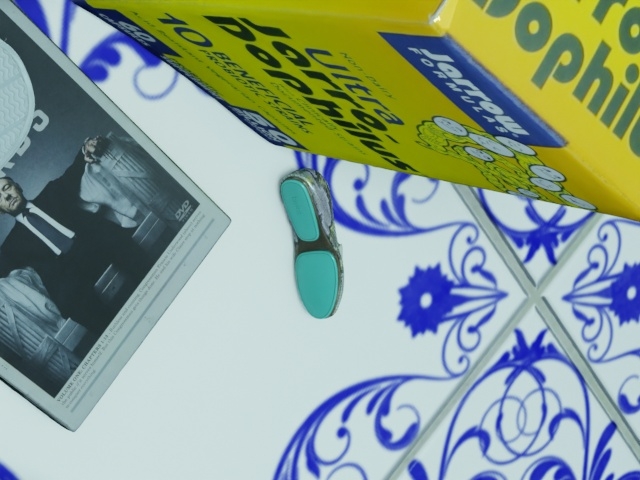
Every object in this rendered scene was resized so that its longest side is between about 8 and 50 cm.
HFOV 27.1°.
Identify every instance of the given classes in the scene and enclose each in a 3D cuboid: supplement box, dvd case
[{"bbox_3d":[0.050,-0.160,0.758,0.194,0.356,0.195,34,79,-36],"label":"supplement box"},{"bbox_3d":[-0.184,-0.017,0.824,0.239,0.029,0.179,46,72,-35],"label":"dvd case"}]

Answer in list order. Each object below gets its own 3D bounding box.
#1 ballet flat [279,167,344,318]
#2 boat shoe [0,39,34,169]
[{"bbox_3d":[0.000,0.000,0.960,0.041,0.041,0.114,-24,115,-30],"label":"ballet flat"},{"bbox_3d":[-0.292,-0.034,0.674,0.302,0.094,0.109,-27,107,-32],"label":"boat shoe"}]
